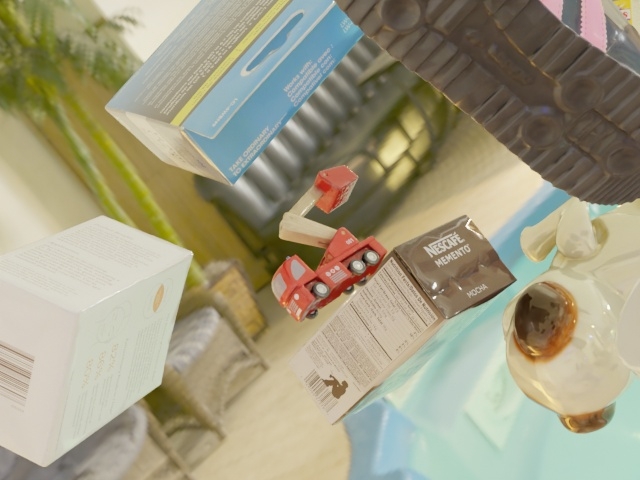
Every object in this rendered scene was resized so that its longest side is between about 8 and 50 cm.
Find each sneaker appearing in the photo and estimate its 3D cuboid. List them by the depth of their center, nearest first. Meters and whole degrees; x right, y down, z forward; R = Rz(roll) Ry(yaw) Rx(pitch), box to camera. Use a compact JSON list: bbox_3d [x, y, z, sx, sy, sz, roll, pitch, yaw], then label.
[{"bbox_3d":[0.091,-0.154,0.636,0.112,0.319,0.131,-35,28,25],"label":"sneaker"}]

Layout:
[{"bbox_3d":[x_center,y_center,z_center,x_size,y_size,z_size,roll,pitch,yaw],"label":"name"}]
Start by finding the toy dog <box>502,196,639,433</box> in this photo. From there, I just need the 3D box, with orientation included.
[{"bbox_3d":[0.439,0.088,1.488,0.408,0.284,0.395,-33,37,-8],"label":"toy dog"}]

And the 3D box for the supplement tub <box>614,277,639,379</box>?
[{"bbox_3d":[0.326,0.094,0.759,0.144,0.200,0.144,-51,13,17],"label":"supplement tub"}]

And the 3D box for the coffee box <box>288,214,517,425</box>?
[{"bbox_3d":[0.108,0.113,1.473,0.168,0.119,0.297,-21,-21,-45],"label":"coffee box"}]

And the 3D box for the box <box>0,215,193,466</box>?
[{"bbox_3d":[-0.188,0.070,0.824,0.170,0.091,0.130,-33,-38,-65],"label":"box"}]

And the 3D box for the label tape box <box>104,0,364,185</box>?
[{"bbox_3d":[-0.076,-0.189,1.192,0.249,0.115,0.348,-50,30,-10],"label":"label tape box"}]

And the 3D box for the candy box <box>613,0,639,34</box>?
[{"bbox_3d":[0.285,-0.211,1.244,0.206,0.027,0.105,-8,73,34],"label":"candy box"}]

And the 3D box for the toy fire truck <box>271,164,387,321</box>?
[{"bbox_3d":[0.000,0.000,1.225,0.192,0.135,0.047,-31,-22,-39],"label":"toy fire truck"}]
